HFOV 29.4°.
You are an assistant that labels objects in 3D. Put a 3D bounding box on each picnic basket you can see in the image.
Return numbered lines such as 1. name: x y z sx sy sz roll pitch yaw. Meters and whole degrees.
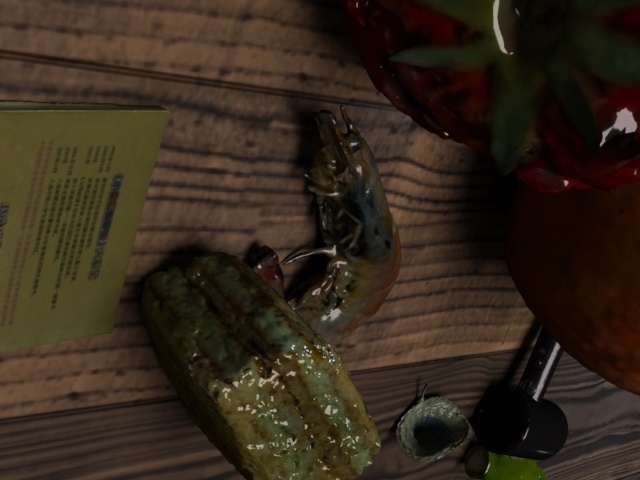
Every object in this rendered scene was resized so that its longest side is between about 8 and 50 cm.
1. picnic basket: 0.113 0.184 1.203 0.083 0.065 0.083 -22 154 -28

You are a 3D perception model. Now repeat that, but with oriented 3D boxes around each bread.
1. bread: -0.044 0.100 0.874 0.102 0.138 0.196 -40 139 -15

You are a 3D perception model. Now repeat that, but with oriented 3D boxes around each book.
1. book: -0.185 -0.004 0.741 0.192 0.013 0.168 -6 120 -48

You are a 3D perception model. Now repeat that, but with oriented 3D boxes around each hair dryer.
1. hair dryer: 0.253 0.121 1.334 0.114 0.070 0.248 22 89 -53

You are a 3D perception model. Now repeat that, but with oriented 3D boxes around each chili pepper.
1. chili pepper: 0.223 0.268 1.405 0.202 0.052 0.050 35 76 -55

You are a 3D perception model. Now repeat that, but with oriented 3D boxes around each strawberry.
1. strawberry: 0.172 -0.173 0.835 0.291 0.292 0.310 -66 161 11

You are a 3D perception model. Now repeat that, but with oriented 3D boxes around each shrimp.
1. shrimp: 0.001 0.001 0.939 0.143 0.052 0.251 -34 138 -20

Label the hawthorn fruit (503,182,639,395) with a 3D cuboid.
1. hawthorn fruit: 0.408 -0.024 1.087 0.472 0.472 0.471 -30 136 -34
